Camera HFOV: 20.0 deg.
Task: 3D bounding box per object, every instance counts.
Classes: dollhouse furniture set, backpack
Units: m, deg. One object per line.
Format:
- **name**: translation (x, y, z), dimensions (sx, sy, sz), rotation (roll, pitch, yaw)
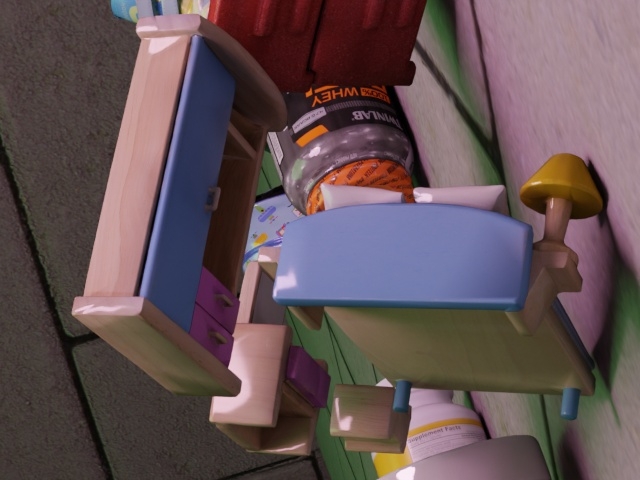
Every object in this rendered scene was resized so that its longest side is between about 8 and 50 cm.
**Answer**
- **dollhouse furniture set**: translation (0.053, 0.000, 1.106), dimensions (0.286, 0.303, 0.198), rotation (48, -132, -57)
- **backpack**: translation (0.000, 0.000, 1.670), dimensions (0.158, 0.173, 0.117), rotation (102, 151, -78)
- **dollhouse furniture set**: translation (0.000, -0.287, 1.142), dimensions (0.374, 0.152, 0.201), rotation (106, 152, -48)

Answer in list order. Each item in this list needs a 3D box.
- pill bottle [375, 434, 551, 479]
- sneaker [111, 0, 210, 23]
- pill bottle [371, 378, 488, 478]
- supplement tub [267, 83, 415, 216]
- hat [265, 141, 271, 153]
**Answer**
- **pill bottle**: translation (0.128, 0.281, 1.208), dimensions (0.162, 0.162, 0.278), rotation (90, 163, -73)
- **sneaker**: translation (-0.111, -0.231, 1.968), dimensions (0.127, 0.208, 0.319), rotation (82, 170, -52)
- **pill bottle**: translation (0.104, 0.207, 1.585), dimensions (0.103, 0.103, 0.184), rotation (83, 170, -62)
- **supplement tub**: translation (0.011, -0.098, 1.565), dimensions (0.117, 0.117, 0.190), rotation (81, 171, -55)
- **hat**: translation (0.010, -0.170, 1.788), dimensions (0.208, 0.173, 0.183), rotation (38, -107, -75)
